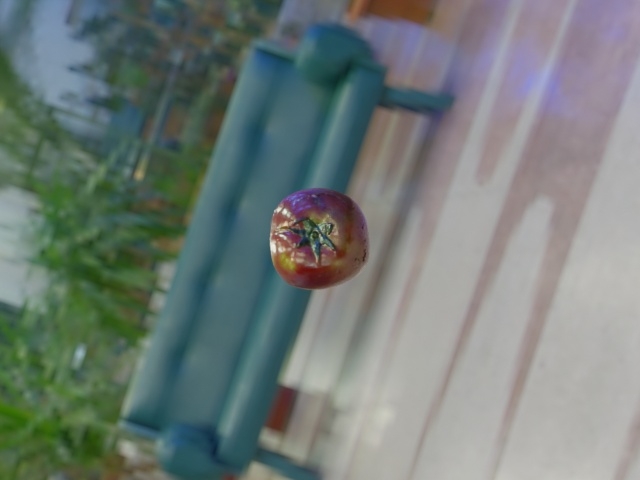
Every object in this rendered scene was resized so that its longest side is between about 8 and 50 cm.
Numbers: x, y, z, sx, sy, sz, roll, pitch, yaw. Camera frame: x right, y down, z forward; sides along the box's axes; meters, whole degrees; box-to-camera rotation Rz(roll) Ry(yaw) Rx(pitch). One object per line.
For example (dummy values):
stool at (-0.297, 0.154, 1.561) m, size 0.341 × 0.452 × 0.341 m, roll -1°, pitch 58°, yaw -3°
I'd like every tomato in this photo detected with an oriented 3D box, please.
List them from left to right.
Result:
tomato at (0.000, 0.000, 1.615) m, size 0.075 × 0.087 × 0.087 m, roll 67°, pitch -141°, yaw -76°
